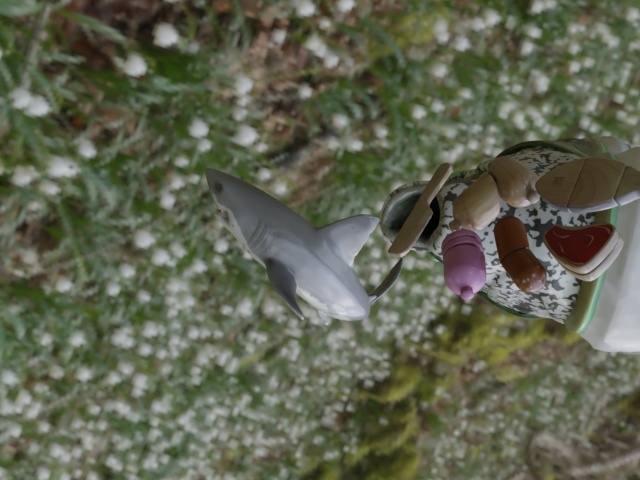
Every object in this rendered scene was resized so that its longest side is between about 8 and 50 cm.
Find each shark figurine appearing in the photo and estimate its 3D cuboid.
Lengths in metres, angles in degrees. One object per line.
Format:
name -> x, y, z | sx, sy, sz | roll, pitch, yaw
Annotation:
shark figurine -> 0.020, 0.020, 1.223 | 0.116, 0.166, 0.278 | -44, 136, 8

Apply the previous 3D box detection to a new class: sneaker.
sneaker -> 0.135, -0.021, 0.914 | 0.410, 0.182, 0.158 | -146, -111, -89

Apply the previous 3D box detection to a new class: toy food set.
toy food set -> 0.091, -0.004, 0.560 | 0.019, 0.122, 0.078 | 48, 65, -36
